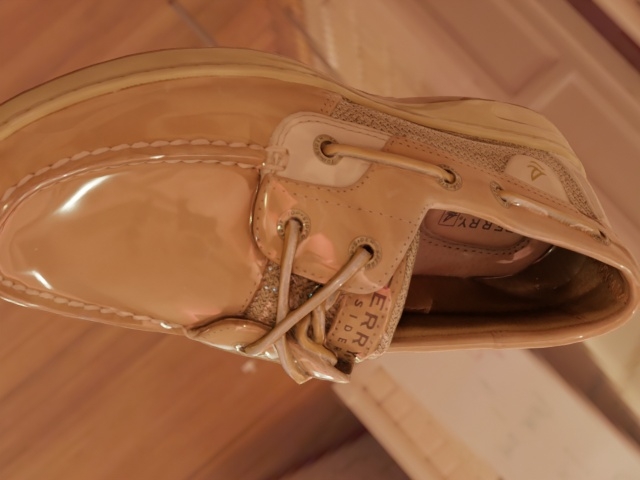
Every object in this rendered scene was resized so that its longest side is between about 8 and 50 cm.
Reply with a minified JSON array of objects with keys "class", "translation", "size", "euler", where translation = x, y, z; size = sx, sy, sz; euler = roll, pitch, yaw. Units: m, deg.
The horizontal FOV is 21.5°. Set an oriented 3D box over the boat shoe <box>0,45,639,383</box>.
[{"class":"boat shoe","translation":[0.000,0.000,0.652],"size":[0.302,0.098,0.109],"euler":[2,129,-36]}]
